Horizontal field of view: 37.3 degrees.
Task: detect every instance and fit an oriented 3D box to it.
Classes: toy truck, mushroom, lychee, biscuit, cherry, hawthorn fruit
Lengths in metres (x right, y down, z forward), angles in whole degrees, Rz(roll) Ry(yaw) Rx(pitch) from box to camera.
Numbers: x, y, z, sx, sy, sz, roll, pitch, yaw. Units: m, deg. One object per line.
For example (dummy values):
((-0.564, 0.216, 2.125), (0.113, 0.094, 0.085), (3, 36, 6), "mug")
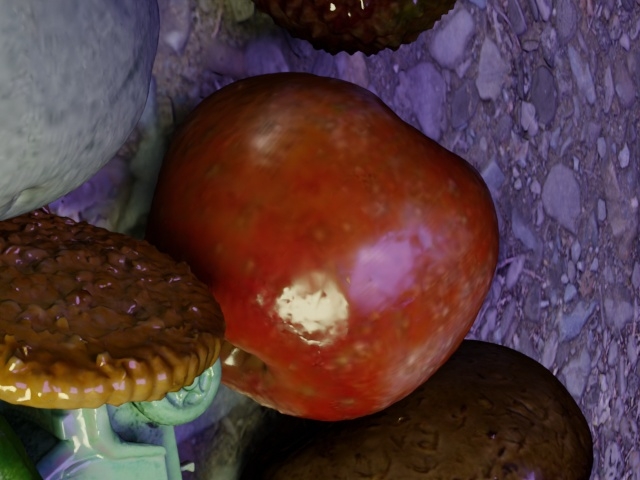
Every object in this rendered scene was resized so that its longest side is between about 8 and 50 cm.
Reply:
((-0.158, 0.176, 0.664), (0.156, 0.155, 0.278), (-18, 105, -41), "toy truck")
((0.076, 0.209, 0.836), (0.239, 0.345, 0.345), (41, 58, -20), "mushroom")
((0.032, -0.277, 0.833), (0.271, 0.236, 0.235), (-14, 103, -73), "lychee")
((-0.175, 0.023, 0.563), (0.254, 0.254, 0.035), (0, 114, -51), "biscuit")
((-0.216, -0.129, 0.519), (0.296, 0.218, 0.255), (10, 54, -58), "cherry")
((0.000, 0.000, 0.756), (0.284, 0.284, 0.284), (-2, 93, -51), "hawthorn fruit")

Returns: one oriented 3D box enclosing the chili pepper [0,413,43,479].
((-0.186, 0.200, 0.538), (0.099, 0.083, 0.253), (-12, 109, -16), "chili pepper")
